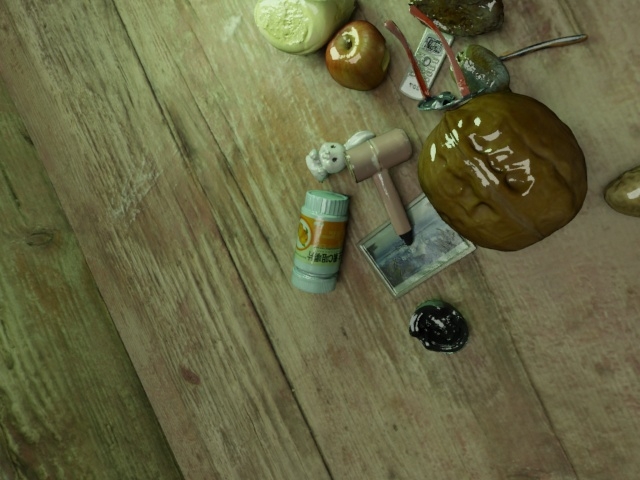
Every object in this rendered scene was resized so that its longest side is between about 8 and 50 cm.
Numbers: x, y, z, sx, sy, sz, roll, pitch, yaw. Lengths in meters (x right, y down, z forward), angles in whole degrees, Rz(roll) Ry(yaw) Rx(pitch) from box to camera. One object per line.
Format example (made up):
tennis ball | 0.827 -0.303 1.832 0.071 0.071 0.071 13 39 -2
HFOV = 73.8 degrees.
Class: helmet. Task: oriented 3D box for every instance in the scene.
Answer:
helmet | 0.361 0.251 1.306 0.177 0.107 0.153 37 113 -5

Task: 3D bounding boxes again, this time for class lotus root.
lotus root | 0.432 -0.428 1.125 0.192 0.088 0.113 41 126 -3

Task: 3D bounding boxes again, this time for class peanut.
peanut | 0.808 -0.110 0.986 0.253 0.122 0.137 14 113 22

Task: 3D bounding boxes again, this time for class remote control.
remote control | 0.299 -0.499 1.217 0.087 0.029 0.190 33 114 18

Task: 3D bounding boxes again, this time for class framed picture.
framed picture | 0.290 0.017 1.336 0.315 0.024 0.232 -40 80 27

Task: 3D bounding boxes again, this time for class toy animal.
toy animal | 0.064 -0.269 1.337 0.221 0.131 0.103 -22 76 26

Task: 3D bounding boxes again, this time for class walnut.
walnut | 0.437 -0.168 1.054 0.398 0.308 0.354 46 114 3

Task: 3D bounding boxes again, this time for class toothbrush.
toothbrush | 0.511 -0.490 1.114 0.321 0.023 0.031 -1 103 28

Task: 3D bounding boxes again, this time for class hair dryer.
hair dryer | 0.219 -0.146 1.284 0.189 0.107 0.344 -24 101 2

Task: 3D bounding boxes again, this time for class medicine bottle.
medicine bottle | 0.000 0.000 1.405 0.158 0.158 0.318 16 107 24

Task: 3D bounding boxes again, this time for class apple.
apple | 0.113 -0.521 1.231 0.199 0.199 0.199 6 103 26

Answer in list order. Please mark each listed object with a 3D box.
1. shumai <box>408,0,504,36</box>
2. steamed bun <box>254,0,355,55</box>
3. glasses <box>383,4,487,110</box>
shumai | 0.373 -0.641 1.099 0.218 0.184 0.185 13 71 36
steamed bun | -0.037 -0.654 1.258 0.273 0.232 0.166 14 134 24
glasses | 0.287 -0.459 1.078 0.118 0.234 0.268 -27 110 0
